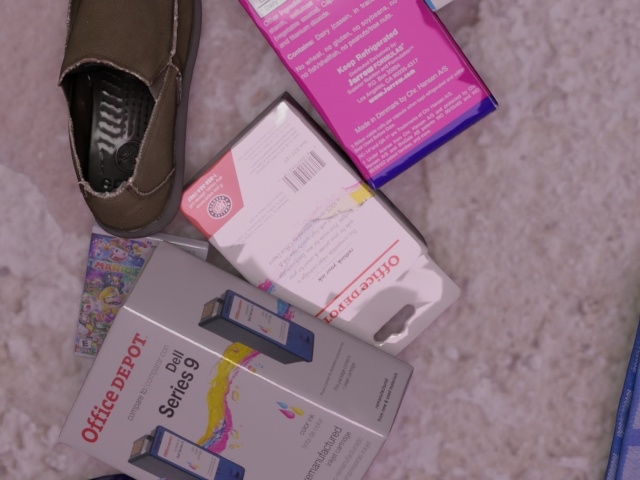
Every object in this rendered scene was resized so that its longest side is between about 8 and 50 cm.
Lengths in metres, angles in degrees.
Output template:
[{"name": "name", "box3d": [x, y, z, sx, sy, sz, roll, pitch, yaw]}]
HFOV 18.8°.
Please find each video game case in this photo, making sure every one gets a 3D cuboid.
[{"name": "video game case", "box3d": [-0.136, 0.044, 1.455, 0.087, 0.011, 0.122, 11, 124, -3]}]

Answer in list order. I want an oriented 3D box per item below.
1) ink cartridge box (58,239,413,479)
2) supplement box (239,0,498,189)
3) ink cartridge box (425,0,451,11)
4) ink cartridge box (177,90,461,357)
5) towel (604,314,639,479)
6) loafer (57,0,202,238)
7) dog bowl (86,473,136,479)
[{"name": "ink cartridge box", "box3d": [-0.064, 0.119, 1.415, 0.212, 0.093, 0.154, 28, 127, -2]}, {"name": "supplement box", "box3d": [0.019, -0.161, 1.400, 0.114, 0.111, 0.220, -34, 98, 5]}, {"name": "ink cartridge box", "box3d": [0.097, -0.232, 1.378, 0.090, 0.143, 0.092, -33, 98, 14]}, {"name": "ink cartridge box", "box3d": [0.000, 0.000, 1.449, 0.115, 0.067, 0.198, -42, 97, 7]}, {"name": "towel", "box3d": [0.365, 0.128, 1.464, 0.285, 0.034, 0.209, 4, 111, -10]}, {"name": "loafer", "box3d": [-0.137, -0.130, 1.387, 0.094, 0.087, 0.251, -5, 82, 9]}, {"name": "dog bowl", "box3d": [-0.143, 0.316, 1.478, 0.265, 0.104, 0.265, 0, 100, -2]}]
